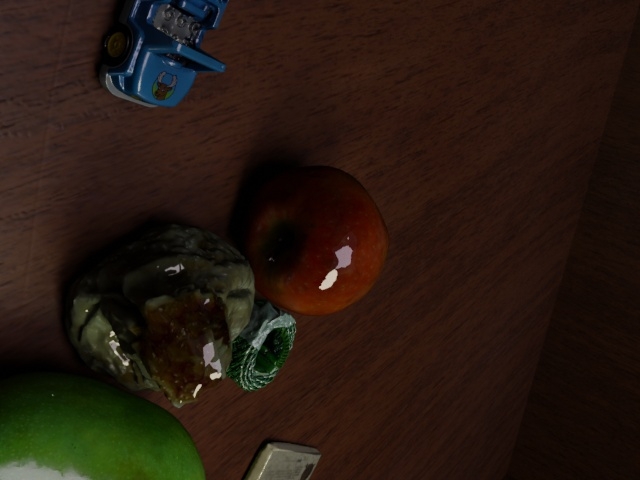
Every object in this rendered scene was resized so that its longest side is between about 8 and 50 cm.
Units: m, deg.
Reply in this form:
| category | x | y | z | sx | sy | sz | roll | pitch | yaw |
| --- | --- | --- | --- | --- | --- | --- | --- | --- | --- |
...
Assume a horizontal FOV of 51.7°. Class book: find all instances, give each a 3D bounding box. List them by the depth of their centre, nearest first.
| category | x | y | z | sx | sy | sz | roll | pitch | yaw |
| --- | --- | --- | --- | --- | --- | --- | --- | --- | --- |
| book | -0.131 | 0.583 | 1.365 | 0.352 | 0.035 | 0.239 | -62 | 149 | -4 |

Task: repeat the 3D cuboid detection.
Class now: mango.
| category | x | y | z | sx | sy | sz | roll | pitch | yaw |
| --- | --- | --- | --- | --- | --- | --- | --- | --- | --- |
| mango | -0.276 | 0.276 | 0.778 | 0.382 | 0.201 | 0.226 | 51 | 27 | -55 |

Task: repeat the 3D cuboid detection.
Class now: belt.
| category | x | y | z | sx | sy | sz | roll | pitch | yaw |
| --- | --- | --- | --- | --- | --- | --- | --- | --- | --- |
| belt | -0.096 | 0.176 | 1.092 | 0.121 | 0.079 | 0.152 | 18 | 96 | -57 |

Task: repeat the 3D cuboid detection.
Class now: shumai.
| category | x | y | z | sx | sy | sz | roll | pitch | yaw |
| --- | --- | --- | --- | --- | --- | --- | --- | --- | --- |
| shumai | -0.158 | 0.109 | 0.826 | 0.260 | 0.221 | 0.225 | -9 | 119 | -52 |

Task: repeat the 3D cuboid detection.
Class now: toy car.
| category | x | y | z | sx | sy | sz | roll | pitch | yaw |
| --- | --- | --- | --- | --- | --- | --- | --- | --- | --- |
| toy car | -0.153 | -0.230 | 0.714 | 0.097 | 0.100 | 0.191 | 7 | 110 | -60 |

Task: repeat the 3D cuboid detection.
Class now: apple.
| category | x | y | z | sx | sy | sz | roll | pitch | yaw |
| --- | --- | --- | --- | --- | --- | --- | --- | --- | --- |
| apple | 0.000 | 0.000 | 0.982 | 0.230 | 0.229 | 0.230 | -33 | 136 | -39 |
